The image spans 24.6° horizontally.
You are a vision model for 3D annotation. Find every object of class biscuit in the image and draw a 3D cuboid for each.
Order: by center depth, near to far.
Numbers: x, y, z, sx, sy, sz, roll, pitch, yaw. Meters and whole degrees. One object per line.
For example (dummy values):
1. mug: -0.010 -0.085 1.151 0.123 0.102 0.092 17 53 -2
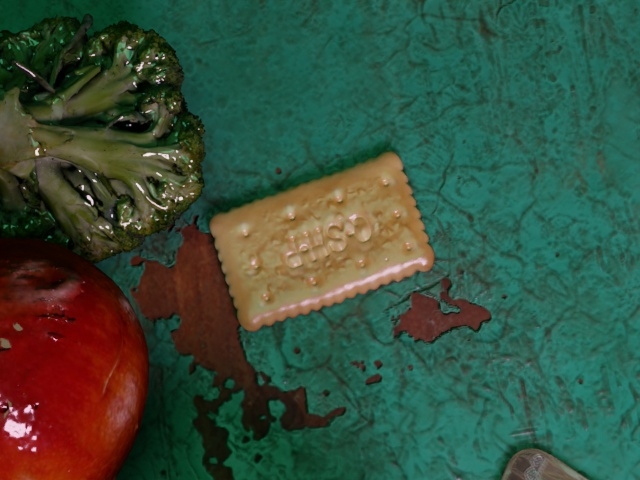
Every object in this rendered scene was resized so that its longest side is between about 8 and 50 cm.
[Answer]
1. biscuit: 0.000 0.000 1.760 0.250 0.030 0.160 -19 74 3

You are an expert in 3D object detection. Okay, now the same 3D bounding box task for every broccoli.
1. broccoli: -0.289 -0.128 1.709 0.321 0.283 0.303 -17 84 22

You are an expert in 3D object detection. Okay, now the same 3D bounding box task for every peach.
1. peach: -0.357 0.153 1.604 0.370 0.370 0.370 -2 76 8

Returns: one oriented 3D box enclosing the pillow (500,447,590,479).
1. pillow: 0.293 0.326 1.633 0.217 0.033 0.130 24 79 13
